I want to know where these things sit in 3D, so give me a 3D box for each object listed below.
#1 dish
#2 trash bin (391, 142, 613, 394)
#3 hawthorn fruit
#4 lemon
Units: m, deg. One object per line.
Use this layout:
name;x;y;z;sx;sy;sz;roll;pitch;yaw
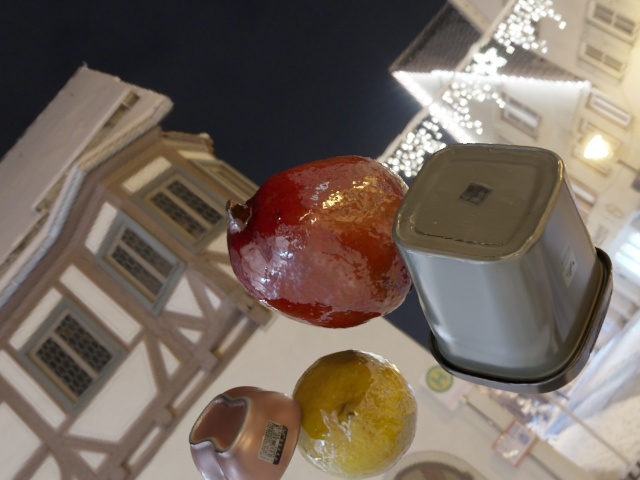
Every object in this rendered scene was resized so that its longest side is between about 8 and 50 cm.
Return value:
dish;-0.136;0.315;1.147;0.213;0.213;0.090;-50;-60;-8
trash bin;0.215;0.027;0.849;0.219;0.219;0.250;-61;-41;-26
hawthorn fruit;0.011;0.011;1.137;0.312;0.295;0.295;-12;-30;-6
lemon;0.056;0.308;1.257;0.236;0.236;0.263;-54;22;2
